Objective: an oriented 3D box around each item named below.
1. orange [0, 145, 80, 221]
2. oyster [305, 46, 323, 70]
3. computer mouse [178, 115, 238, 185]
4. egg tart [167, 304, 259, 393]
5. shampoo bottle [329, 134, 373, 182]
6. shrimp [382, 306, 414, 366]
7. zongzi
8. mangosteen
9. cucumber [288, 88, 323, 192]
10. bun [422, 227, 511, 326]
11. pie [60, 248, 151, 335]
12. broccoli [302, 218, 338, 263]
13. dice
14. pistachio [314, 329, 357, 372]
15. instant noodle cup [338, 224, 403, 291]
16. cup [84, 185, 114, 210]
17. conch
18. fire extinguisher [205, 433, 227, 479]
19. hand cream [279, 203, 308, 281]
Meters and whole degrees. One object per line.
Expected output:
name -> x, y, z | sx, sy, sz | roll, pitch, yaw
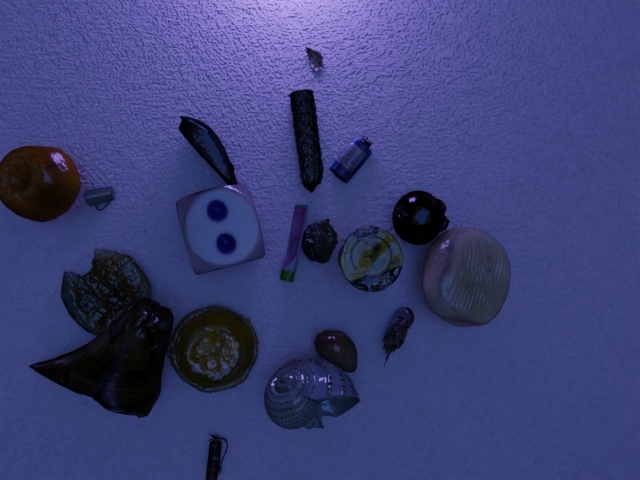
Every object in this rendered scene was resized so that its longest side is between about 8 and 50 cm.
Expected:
orange -> -0.885, -0.177, 1.484 | 0.248, 0.183, 0.249 | 1, 94, 10
oyster -> -0.019, -0.661, 1.682 | 0.051, 0.034, 0.093 | -17, 103, 8
computer mouse -> -0.361, -0.303, 1.564 | 0.087, 0.168, 0.295 | -41, 97, -8
egg tart -> -0.367, 0.377, 1.580 | 0.314, 0.120, 0.315 | 0, 88, -8
shampoo bottle -> 0.120, -0.303, 1.687 | 0.087, 0.050, 0.183 | 40, 85, -3
shrimp -> 0.277, 0.352, 1.693 | 0.090, 0.079, 0.233 | 23, 89, -45
zongzi -> -0.695, 0.327, 1.457 | 0.431, 0.208, 0.404 | 19, 112, -2
mangosteen -> 0.369, -0.082, 1.665 | 0.230, 0.194, 0.194 | -5, 90, -33
cucumber -> -0.044, -0.349, 1.643 | 0.096, 0.096, 0.360 | -9, 91, -8
bun -> 0.501, 0.137, 1.660 | 0.360, 0.213, 0.362 | 1, 87, -24
pie -> -0.716, 0.178, 1.558 | 0.302, 0.067, 0.303 | 0, 91, -7
broccoli -> 0.000, 0.000, 1.630 | 0.137, 0.145, 0.162 | -7, 106, -46
dice -> -0.327, -0.035, 1.522 | 0.243, 0.259, 0.251 | -16, 91, -10
pistachio -> 0.062, 0.390, 1.641 | 0.124, 0.124, 0.185 | -38, 98, -7
instant noodle cup -> 0.149, 0.061, 1.594 | 0.215, 0.236, 0.216 | 0, 89, -8
cup -> -0.742, -0.142, 1.564 | 0.083, 0.054, 0.075 | -13, 90, -10
conch -> -0.029, 0.512, 1.575 | 0.302, 0.319, 0.215 | -22, 61, 9
fire extinguisher -> -0.363, 0.750, 1.617 | 0.078, 0.045, 0.157 | 7, 87, -36
hand cream -> -0.094, 0.008, 1.643 | 0.079, 0.050, 0.276 | 12, 89, 29
